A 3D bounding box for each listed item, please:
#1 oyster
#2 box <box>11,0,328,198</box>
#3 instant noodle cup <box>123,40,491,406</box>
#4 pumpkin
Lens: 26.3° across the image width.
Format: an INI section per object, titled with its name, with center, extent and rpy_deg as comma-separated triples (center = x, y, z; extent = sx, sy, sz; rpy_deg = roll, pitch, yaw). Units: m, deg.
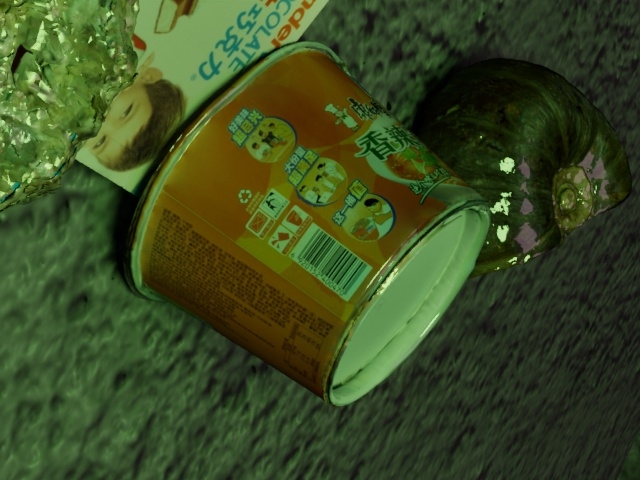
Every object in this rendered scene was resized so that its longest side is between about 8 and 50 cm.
[oyster]
center = -0.224, -0.147, 0.941
extent = 0.198, 0.092, 0.260
rpy_deg = 10, 98, -18
[box]
center = -0.124, -0.178, 1.105
extent = 0.273, 0.048, 0.265
rpy_deg = -53, 149, 2
[instant noodle cup]
center = 0.000, 0.000, 1.232
extent = 0.296, 0.214, 0.296
rpy_deg = -44, 159, -21
[pumpkin]
center = 0.213, -0.101, 1.664
extent = 0.325, 0.242, 0.232
rpy_deg = -27, 98, -46
